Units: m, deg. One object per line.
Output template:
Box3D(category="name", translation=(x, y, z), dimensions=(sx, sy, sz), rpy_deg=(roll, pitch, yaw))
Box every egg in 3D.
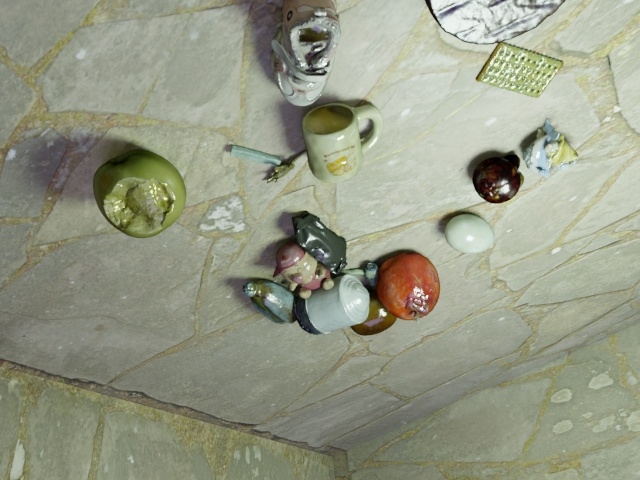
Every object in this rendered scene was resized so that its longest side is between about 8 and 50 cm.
Box3D(category="egg", translation=(0.576, -0.023, 2.055), dimensions=(0.209, 0.151, 0.151), rpy_deg=(8, 137, -22))

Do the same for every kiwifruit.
Box3D(category="kiwifruit", translation=(0.233, 0.317, 2.369), dimensions=(0.234, 0.195, 0.196), rpy_deg=(-20, 138, 5))

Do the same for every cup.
Box3D(category="cup", translation=(0.063, -0.320, 1.669), dimensions=(0.173, 0.255, 0.202), rpy_deg=(25, 148, 29))

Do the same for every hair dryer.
Box3D(category="hair dryer", translation=(0.162, 0.155, 2.282), dimensions=(0.199, 0.067, 0.167), rpy_deg=(-10, 146, 19))

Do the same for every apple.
Box3D(category="apple", translation=(-0.558, -0.151, 1.675), dimensions=(0.280, 0.279, 0.279), rpy_deg=(-4, 139, -4))

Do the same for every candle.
Box3D(category="candle", translation=(0.072, 0.263, 2.224), dimensions=(0.343, 0.221, 0.221), rpy_deg=(-20, 139, 32))

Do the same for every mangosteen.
Box3D(category="mangosteen", translation=(0.616, -0.218, 1.850), dimensions=(0.173, 0.184, 0.172), rpy_deg=(35, 160, 15))

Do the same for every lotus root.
Box3D(category="lotus root", translation=(-0.205, 0.242, 2.262), dimensions=(0.158, 0.139, 0.322), rpy_deg=(-7, 141, 39))

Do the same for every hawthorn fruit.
Box3D(category="hawthorn fruit", translation=(0.365, 0.213, 2.175), dimensions=(0.276, 0.307, 0.275), rpy_deg=(-5, 136, -5))

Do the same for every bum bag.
Box3D(category="bum bag", translation=(0.000, 0.000, 2.029), dimensions=(0.080, 0.142, 0.326), rpy_deg=(4, 150, 46))

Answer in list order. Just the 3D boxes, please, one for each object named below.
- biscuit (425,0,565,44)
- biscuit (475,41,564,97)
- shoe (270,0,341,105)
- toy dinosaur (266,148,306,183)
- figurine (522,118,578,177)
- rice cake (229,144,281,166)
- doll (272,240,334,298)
Box3D(category="biscuit", translation=(0.449, -0.690, 1.323), dimensions=(0.408, 0.091, 0.407), rpy_deg=(-4, 137, -4))
Box3D(category="biscuit", translation=(0.599, -0.506, 1.609), dimensions=(0.232, 0.016, 0.139), rpy_deg=(9, 135, -19))
Box3D(category="shoe", translation=(-0.044, -0.485, 1.400), dimensions=(0.172, 0.198, 0.350), rpy_deg=(0, 137, -6))
Box3D(category="toy dinosaur", translation=(-0.112, -0.246, 1.794), dimensions=(0.162, 0.126, 0.039), rpy_deg=(-40, 96, -14))
Box3D(category="figurine", translation=(0.772, -0.296, 1.795), dimensions=(0.184, 0.128, 0.208), rpy_deg=(-10, 135, 0))
Box3D(category="rice cake", translation=(-0.212, -0.274, 1.745), dimensions=(0.171, 0.029, 0.033), rpy_deg=(11, 140, -21))
Box3D(category="doll", translation=(-0.076, 0.116, 2.111), dimensions=(0.196, 0.152, 0.256), rpy_deg=(-44, 126, 1))
